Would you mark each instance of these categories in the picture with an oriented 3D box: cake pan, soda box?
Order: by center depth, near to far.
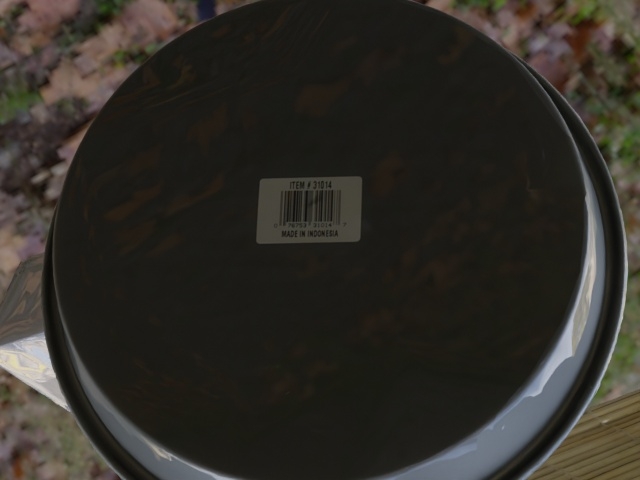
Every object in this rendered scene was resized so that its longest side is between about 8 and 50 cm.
[{"bbox_3d":[0.000,0.000,0.677,0.293,0.293,0.054,-31,156,-5],"label":"cake pan"},{"bbox_3d":[-0.089,0.033,0.762,0.216,0.069,0.074,-18,133,42],"label":"soda box"}]

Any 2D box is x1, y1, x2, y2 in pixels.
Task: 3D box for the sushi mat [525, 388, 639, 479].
[{"bbox_3d":[0.154,0.144,0.756,0.317,0.151,0.019,-12,118,-36],"label":"sushi mat"}]
